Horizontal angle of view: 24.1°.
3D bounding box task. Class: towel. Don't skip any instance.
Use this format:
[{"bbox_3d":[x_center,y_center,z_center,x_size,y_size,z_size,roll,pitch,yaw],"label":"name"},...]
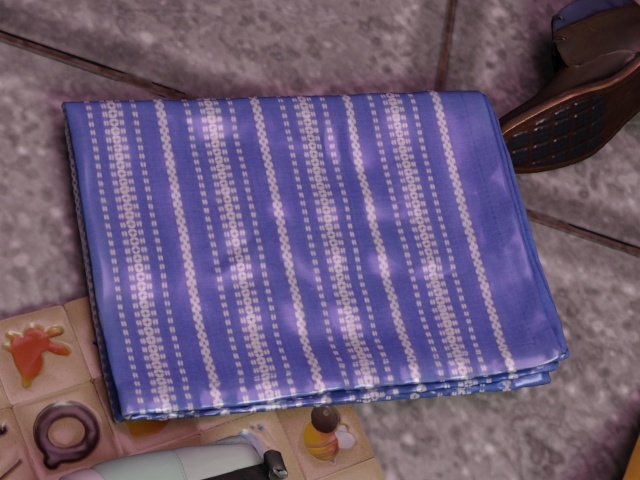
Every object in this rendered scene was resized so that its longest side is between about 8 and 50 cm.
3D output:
[{"bbox_3d":[0.000,0.000,1.063,0.336,0.040,0.243,-4,67,-21],"label":"towel"}]

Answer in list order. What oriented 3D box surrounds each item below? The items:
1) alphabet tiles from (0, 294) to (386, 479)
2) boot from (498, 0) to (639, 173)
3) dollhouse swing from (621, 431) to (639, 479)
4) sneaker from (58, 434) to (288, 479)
[{"bbox_3d":[-0.118,0.168,0.971,0.343,0.011,0.285,-17,73,-28],"label":"alphabet tiles"},{"bbox_3d":[0.205,-0.131,1.229,0.219,0.082,0.106,-25,50,-19],"label":"boot"},{"bbox_3d":[0.384,0.295,1.041,0.347,0.305,0.315,-54,130,-50],"label":"dollhouse swing"},{"bbox_3d":[-0.046,0.237,0.906,0.151,0.094,0.256,-16,74,-31],"label":"sneaker"}]
